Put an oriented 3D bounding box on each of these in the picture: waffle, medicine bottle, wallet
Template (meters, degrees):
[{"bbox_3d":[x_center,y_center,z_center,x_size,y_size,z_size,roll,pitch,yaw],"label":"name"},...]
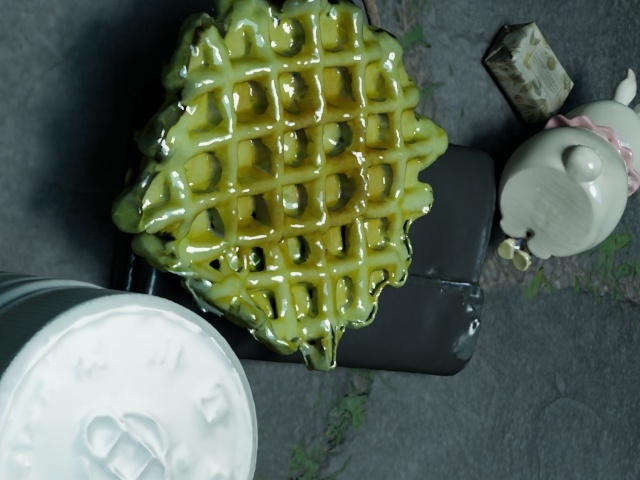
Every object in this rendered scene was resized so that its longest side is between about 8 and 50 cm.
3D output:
[{"bbox_3d":[-0.023,-0.061,1.166,0.317,0.073,0.297,43,68,-40],"label":"waffle"},{"bbox_3d":[-0.210,0.113,0.901,0.190,0.332,0.190,-3,94,-43],"label":"medicine bottle"},{"bbox_3d":[0.001,0.000,1.274,0.406,0.062,0.228,8,86,-41],"label":"wallet"}]

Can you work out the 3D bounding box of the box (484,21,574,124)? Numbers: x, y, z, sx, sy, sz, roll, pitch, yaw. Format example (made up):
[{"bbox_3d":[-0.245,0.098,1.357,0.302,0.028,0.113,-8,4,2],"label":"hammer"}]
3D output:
[{"bbox_3d":[0.217,-0.174,1.481,0.098,0.045,0.062,48,60,-32],"label":"box"}]

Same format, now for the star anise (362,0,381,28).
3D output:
[{"bbox_3d":[0.007,-0.198,1.229,0.148,0.218,0.227,-43,99,-24],"label":"star anise"}]

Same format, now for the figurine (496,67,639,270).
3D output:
[{"bbox_3d":[0.273,-0.075,1.462,0.235,0.127,0.155,-41,154,-49],"label":"figurine"}]
